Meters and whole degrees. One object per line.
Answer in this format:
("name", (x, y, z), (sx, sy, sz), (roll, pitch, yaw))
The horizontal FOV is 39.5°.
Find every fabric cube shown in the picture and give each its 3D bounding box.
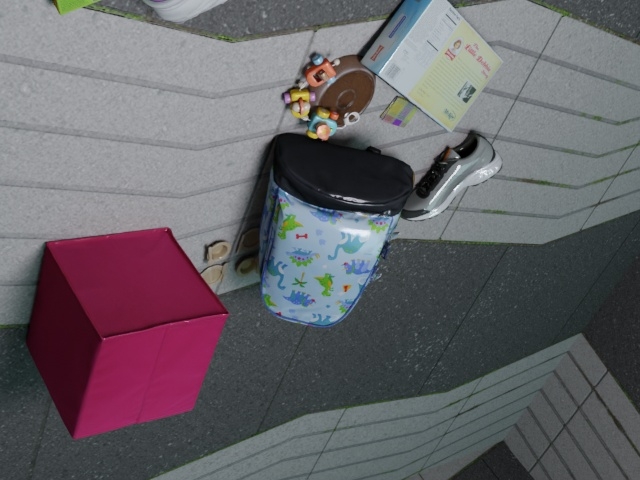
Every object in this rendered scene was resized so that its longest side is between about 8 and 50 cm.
("fabric cube", (-0.361, 0.162, 1.639), (0.259, 0.254, 0.258), (-8, 134, -38))

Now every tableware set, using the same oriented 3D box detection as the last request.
("tableware set", (-0.184, 0.039, 1.875), (0.168, 0.020, 0.141), (-19, 142, -27))

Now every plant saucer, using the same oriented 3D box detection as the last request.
("plant saucer", (0.043, -0.277, 1.712), (0.168, 0.029, 0.168), (-26, 145, -19))

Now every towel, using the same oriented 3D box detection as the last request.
("towel", (0.165, -0.267, 1.858), (0.083, 0.009, 0.060), (11, 122, -50))

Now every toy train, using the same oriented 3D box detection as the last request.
("toy train", (0.005, -0.252, 1.641), (0.125, 0.046, 0.166), (-27, 128, 8))

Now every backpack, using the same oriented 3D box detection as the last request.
("backpack", (0.000, 0.000, 1.794), (0.290, 0.273, 0.355), (13, 141, -13))

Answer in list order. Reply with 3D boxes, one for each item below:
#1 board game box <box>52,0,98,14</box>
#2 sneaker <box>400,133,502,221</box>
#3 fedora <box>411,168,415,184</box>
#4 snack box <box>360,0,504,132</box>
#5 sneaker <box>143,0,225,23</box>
("board game box", (-0.308, -0.410, 1.158), (0.124, 0.039, 0.259), (-27, 161, -18))
("sneaker", (0.284, -0.146, 2.058), (0.271, 0.100, 0.108), (-37, 123, 2))
("fedora", (0.113, -0.111, 1.929), (0.194, 0.079, 0.194), (-28, 150, -18))
("snack box", (0.229, -0.352, 1.758), (0.187, 0.060, 0.322), (-53, 145, 9))
("sneaker", (-0.137, -0.438, 1.304), (0.305, 0.114, 0.152), (-40, 168, -1))
